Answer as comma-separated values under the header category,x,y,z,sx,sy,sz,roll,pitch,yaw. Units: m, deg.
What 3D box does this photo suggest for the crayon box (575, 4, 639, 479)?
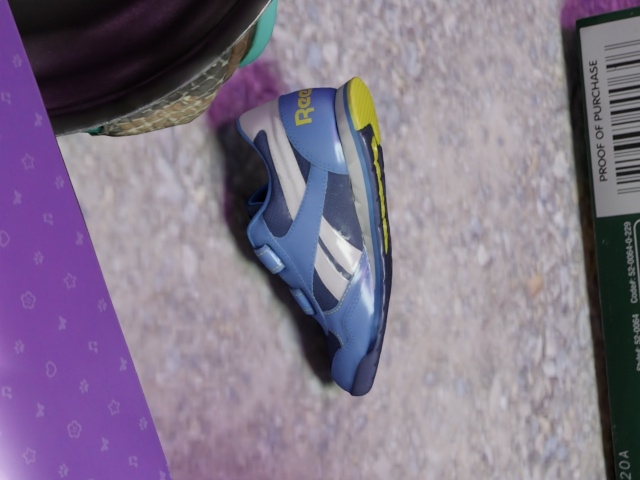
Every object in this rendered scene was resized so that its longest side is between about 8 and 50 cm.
category,x,y,z,sx,sy,sz,roll,pitch,yaw
crayon box,0.288,0.051,1.001,0.313,0.106,0.363,-1,86,-49

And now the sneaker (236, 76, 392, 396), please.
category,x,y,z,sx,sy,sz,roll,pitch,yaw
sneaker,0.000,0.000,0.732,0.053,0.059,0.144,-78,162,-67

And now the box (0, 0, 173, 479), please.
category,x,y,z,sx,sy,sz,roll,pitch,yaw
box,-0.123,0.075,0.465,0.057,0.201,0.293,-28,105,-46

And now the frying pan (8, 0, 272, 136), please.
category,x,y,z,sx,sy,sz,roll,pitch,yaw
frying pan,-0.159,-0.135,0.496,0.326,0.053,0.197,6,92,-4

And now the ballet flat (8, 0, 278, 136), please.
category,x,y,z,sx,sy,sz,roll,pitch,yaw
ballet flat,-0.120,-0.276,0.583,0.182,0.164,0.483,-2,86,-23
